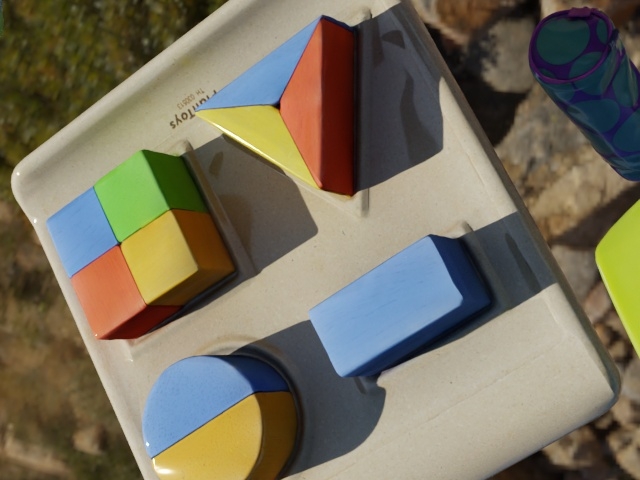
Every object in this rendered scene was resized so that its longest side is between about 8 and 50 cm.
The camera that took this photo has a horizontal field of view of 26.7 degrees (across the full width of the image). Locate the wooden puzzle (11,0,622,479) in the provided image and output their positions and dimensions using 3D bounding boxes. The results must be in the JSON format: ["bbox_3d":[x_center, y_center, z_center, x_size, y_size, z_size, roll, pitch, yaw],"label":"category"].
[{"bbox_3d":[-0.030,0.024,0.862,0.322,0.348,0.080,-33,167,21],"label":"wooden puzzle"}]

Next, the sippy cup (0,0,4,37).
[{"bbox_3d":[-0.315,-0.227,0.960,0.240,0.306,0.224,13,155,-27],"label":"sippy cup"}]

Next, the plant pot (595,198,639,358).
[{"bbox_3d":[0.278,0.028,0.504,0.228,0.227,0.207,6,135,-28],"label":"plant pot"}]

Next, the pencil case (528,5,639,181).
[{"bbox_3d":[0.208,-0.104,0.966,0.064,0.070,0.151,20,166,42],"label":"pencil case"}]
